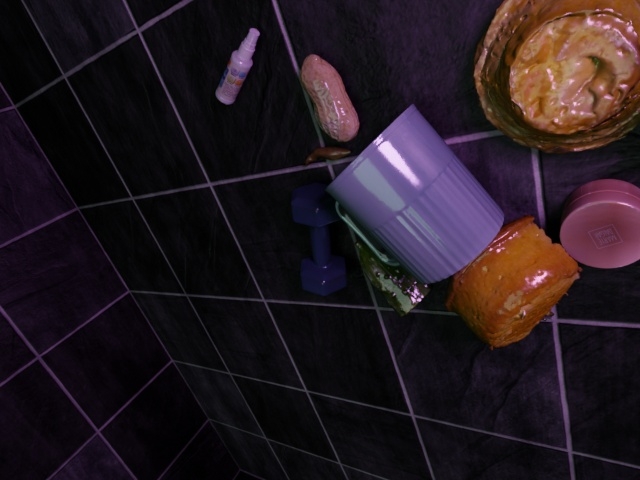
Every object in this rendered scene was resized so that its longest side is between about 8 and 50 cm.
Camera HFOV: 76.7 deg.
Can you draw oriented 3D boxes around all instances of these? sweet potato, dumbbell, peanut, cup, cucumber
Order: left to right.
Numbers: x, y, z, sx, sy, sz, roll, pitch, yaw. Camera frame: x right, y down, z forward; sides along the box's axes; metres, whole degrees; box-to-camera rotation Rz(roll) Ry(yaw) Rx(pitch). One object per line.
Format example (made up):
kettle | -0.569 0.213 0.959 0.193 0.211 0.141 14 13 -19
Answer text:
dumbbell | 0.000 0.000 1.177 0.159 0.144 0.325 15 129 28
sweet potato | 0.014 -0.230 1.078 0.153 0.038 0.042 -3 96 38
peanut | 0.020 -0.336 0.964 0.098 0.090 0.215 14 133 64
cucumber | 0.188 0.088 1.129 0.244 0.134 0.134 46 135 3
cup | 0.185 -0.071 0.909 0.311 0.257 0.331 46 120 -4

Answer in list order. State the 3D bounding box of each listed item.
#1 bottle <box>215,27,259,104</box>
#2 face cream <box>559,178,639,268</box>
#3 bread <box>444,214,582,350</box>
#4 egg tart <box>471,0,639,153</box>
bottle | -0.213 -0.454 1.060 0.060 0.060 0.217 46 135 -2
face cream | 0.558 -0.034 0.794 0.149 0.104 0.149 18 129 24
bread | 0.395 0.121 0.909 0.194 0.178 0.340 55 157 35
egg tart | 0.424 -0.295 0.689 0.340 0.129 0.342 17 127 24
